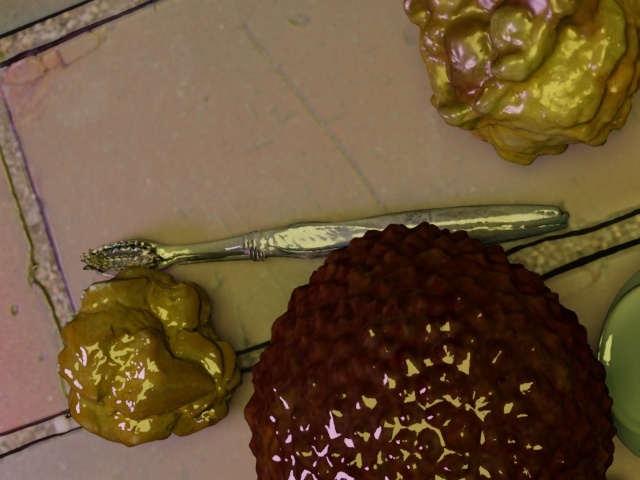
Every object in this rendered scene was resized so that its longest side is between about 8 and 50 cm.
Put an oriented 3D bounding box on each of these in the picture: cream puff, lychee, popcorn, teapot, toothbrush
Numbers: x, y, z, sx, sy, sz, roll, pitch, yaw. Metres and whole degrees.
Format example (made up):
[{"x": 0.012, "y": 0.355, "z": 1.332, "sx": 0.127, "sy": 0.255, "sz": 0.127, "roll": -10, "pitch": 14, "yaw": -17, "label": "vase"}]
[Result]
[{"x": -0.136, "y": 0.099, "z": 1.241, "sx": 0.156, "sy": 0.121, "sz": 0.156, "roll": -1, "pitch": 85, "yaw": 8, "label": "cream puff"}, {"x": 0.080, "y": 0.133, "z": 1.125, "sx": 0.275, "sy": 0.276, "sz": 0.304, "roll": -26, "pitch": 64, "yaw": 10, "label": "lychee"}, {"x": 0.158, "y": -0.152, "z": 1.157, "sx": 0.197, "sy": 0.155, "sz": 0.198, "roll": 10, "pitch": 111, "yaw": 27, "label": "popcorn"}, {"x": 0.306, "y": 0.092, "z": 1.152, "sx": 0.159, "sy": 0.159, "sz": 0.232, "roll": 0, "pitch": 80, "yaw": 12, "label": "teapot"}, {"x": 0.000, "y": 0.000, "z": 1.257, "sx": 0.413, "sy": 0.042, "sz": 0.035, "roll": -6, "pitch": 89, "yaw": 9, "label": "toothbrush"}]
